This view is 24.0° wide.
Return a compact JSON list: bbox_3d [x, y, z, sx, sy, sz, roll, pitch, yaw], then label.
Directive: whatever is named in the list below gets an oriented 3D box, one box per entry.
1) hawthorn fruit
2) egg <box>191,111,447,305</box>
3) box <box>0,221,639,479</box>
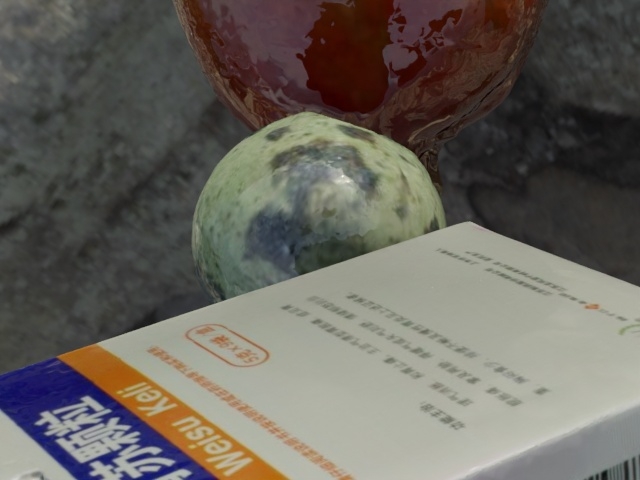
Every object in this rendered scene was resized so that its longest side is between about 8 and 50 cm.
[{"bbox_3d":[0.023,-0.203,0.980,0.295,0.295,0.311,7,70,21],"label":"hawthorn fruit"},{"bbox_3d":[0.000,0.000,0.816,0.141,0.181,0.141,0,86,-3],"label":"egg"},{"bbox_3d":[0.009,0.097,0.596,0.200,0.299,0.106,24,124,55],"label":"box"}]
